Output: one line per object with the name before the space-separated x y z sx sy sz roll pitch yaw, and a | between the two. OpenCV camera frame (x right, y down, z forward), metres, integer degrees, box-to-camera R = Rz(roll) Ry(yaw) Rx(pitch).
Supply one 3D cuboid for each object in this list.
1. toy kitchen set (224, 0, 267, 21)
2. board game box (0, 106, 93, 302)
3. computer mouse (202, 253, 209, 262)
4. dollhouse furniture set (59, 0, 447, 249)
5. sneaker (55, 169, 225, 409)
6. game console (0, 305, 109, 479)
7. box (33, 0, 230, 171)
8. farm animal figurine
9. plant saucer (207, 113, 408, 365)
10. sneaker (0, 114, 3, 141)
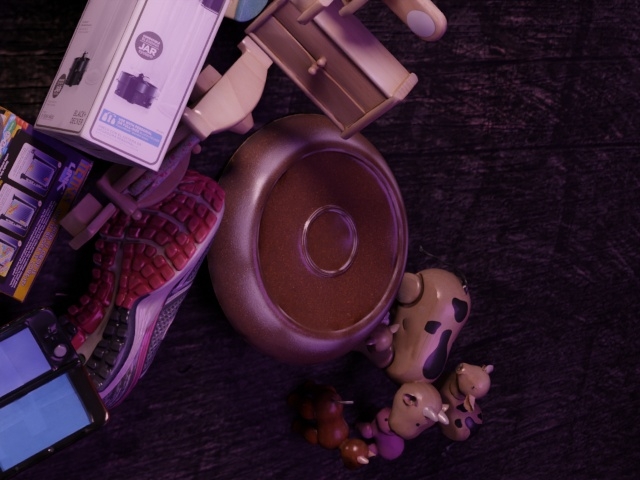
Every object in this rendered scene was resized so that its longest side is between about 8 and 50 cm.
toy kitchen set | -0.091 -0.342 1.904 0.166 0.122 0.207 4 104 -51
board game box | -0.328 -0.038 1.835 0.141 0.048 0.170 34 80 -54
computer mouse | -0.105 0.021 2.152 0.242 0.041 0.071 15 82 -46
dollhouse furniture set | -0.057 -0.115 1.861 0.174 0.303 0.355 45 52 -9
sneaker | -0.206 0.054 1.988 0.299 0.121 0.112 -56 157 -2
game console | -0.317 0.161 1.870 0.144 0.085 0.124 -29 124 -8
box | -0.169 -0.221 1.753 0.087 0.169 0.290 24 85 -26
farm animal figurine | 0.132 0.178 2.402 0.330 0.172 0.327 -6 113 -49
plant saucer | 0.000 0.000 2.168 0.310 0.050 0.310 -2 94 -38
sneaker | -0.427 -0.060 1.664 0.267 0.106 0.101 -36 140 -24
